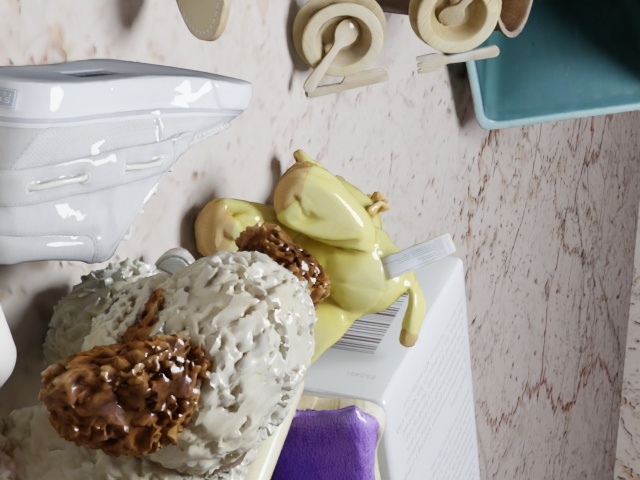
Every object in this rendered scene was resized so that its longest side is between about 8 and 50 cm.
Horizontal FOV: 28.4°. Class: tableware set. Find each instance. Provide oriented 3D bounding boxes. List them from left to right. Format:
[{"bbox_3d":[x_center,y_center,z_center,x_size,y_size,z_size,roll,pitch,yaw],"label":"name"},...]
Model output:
[{"bbox_3d":[0.071,-0.194,1.146,0.039,0.194,0.128,-100,177,-52],"label":"tableware set"}]

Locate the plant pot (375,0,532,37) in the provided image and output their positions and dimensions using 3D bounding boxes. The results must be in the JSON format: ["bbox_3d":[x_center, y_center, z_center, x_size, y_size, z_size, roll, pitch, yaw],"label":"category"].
[{"bbox_3d":[0.116,-0.287,1.248,0.167,0.165,0.167,6,90,-66],"label":"plant pot"}]

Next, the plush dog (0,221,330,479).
[{"bbox_3d":[-0.089,0.099,0.747,0.225,0.210,0.262,-51,178,38],"label":"plush dog"}]

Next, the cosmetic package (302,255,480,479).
[{"bbox_3d":[0.051,0.254,1.249,0.230,0.161,0.453,-53,142,-50],"label":"cosmetic package"}]

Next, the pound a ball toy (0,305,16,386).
[{"bbox_3d":[-0.220,-0.068,0.585,0.208,0.135,0.319,-54,144,-48],"label":"pound a ball toy"}]

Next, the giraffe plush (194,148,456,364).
[{"bbox_3d":[0.000,0.000,1.097,0.170,0.210,0.181,-103,-174,-70],"label":"giraffe plush"}]

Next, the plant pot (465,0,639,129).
[{"bbox_3d":[0.298,-0.324,1.579,0.248,0.247,0.252,71,17,-45],"label":"plant pot"}]

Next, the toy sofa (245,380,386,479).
[{"bbox_3d":[-0.036,0.270,1.008,0.362,0.177,0.150,79,26,-45],"label":"toy sofa"}]

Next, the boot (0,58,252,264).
[{"bbox_3d":[-0.140,-0.053,0.845,0.258,0.095,0.123,-14,115,-56],"label":"boot"}]

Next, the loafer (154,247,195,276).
[{"bbox_3d":[-0.112,0.059,0.987,0.039,0.045,0.125,-73,167,-64],"label":"loafer"}]

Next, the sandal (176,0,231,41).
[{"bbox_3d":[-0.117,-0.258,0.873,0.079,0.088,0.240,-4,94,-34],"label":"sandal"}]
